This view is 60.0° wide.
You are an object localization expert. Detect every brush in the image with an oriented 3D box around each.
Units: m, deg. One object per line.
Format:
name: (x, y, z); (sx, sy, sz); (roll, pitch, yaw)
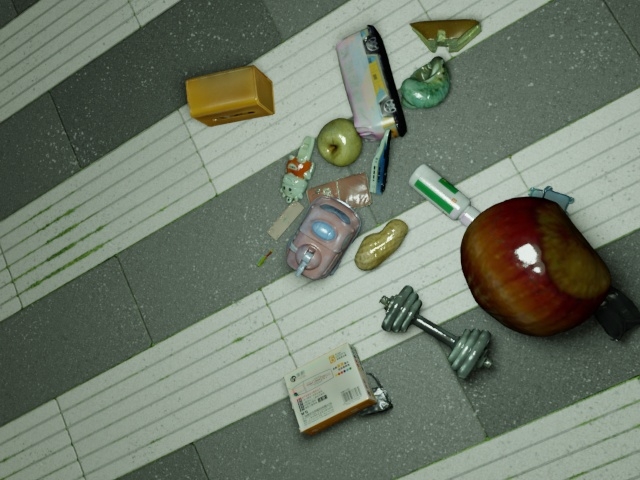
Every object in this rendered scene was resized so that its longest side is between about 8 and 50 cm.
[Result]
brush: (-0.207, 0.060, 2.065); (0.083, 0.019, 0.021); (-49, 66, 9)

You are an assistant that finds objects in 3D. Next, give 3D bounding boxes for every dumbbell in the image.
dumbbell: (0.372, 0.294, 1.805); (0.406, 0.179, 0.179); (31, 94, 15)

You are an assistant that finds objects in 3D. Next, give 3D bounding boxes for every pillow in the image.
pillow: (0.067, -0.160, 1.993); (0.232, 0.043, 0.126); (-16, 82, 13)

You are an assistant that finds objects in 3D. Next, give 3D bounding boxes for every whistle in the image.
whistle: (-0.076, -0.255, 2.012); (0.102, 0.106, 0.253); (21, 92, -1)

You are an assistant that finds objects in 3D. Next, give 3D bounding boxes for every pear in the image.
pear: (0.069, -0.343, 1.954); (0.167, 0.136, 0.167); (12, 117, 23)

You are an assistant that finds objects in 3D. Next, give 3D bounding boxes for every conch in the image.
conch: (0.357, -0.527, 1.903); (0.188, 0.122, 0.176); (-23, 60, 11)

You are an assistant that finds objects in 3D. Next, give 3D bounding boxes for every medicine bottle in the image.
medicine bottle: (0.418, -0.147, 1.869); (0.260, 0.095, 0.095); (43, 97, 15)

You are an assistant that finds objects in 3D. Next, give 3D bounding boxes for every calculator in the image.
calculator: (0.749, -0.129, 1.816); (0.141, 0.019, 0.094); (22, 91, 17)

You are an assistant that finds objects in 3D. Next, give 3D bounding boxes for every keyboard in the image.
keyboard: (-0.129, -0.077, 2.056); (0.055, 0.017, 0.166); (42, 97, 10)

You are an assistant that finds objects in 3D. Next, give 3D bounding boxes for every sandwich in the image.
sandwich: (0.427, -0.706, 1.911); (0.244, 0.090, 0.088); (6, 85, 16)

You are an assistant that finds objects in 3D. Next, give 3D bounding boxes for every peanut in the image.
peanut: (0.207, 0.013, 1.914); (0.226, 0.095, 0.108); (-41, 80, 8)

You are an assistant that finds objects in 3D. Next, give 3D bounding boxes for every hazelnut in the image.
hazelnut: (0.624, 0.079, 1.651); (0.402, 0.402, 0.429); (-34, 84, 11)

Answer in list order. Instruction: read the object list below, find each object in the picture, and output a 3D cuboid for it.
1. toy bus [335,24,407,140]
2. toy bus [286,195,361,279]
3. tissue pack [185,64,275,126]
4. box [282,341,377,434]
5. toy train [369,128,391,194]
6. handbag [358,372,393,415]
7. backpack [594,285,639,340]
toy bus: (0.173, -0.527, 1.935); (0.162, 0.171, 0.386); (-17, 83, 19)
toy bus: (0.000, 0.000, 1.878); (0.197, 0.232, 0.294); (33, 102, 4)
tissue pack: (-0.329, -0.527, 2.053); (0.274, 0.194, 0.145); (-8, 84, 15)
box: (0.028, 0.506, 1.895); (0.274, 0.091, 0.221); (-28, 56, 12)
toy train: (0.206, -0.273, 1.896); (0.051, 0.052, 0.234); (15, 126, 18)
handbag: (0.177, 0.523, 1.906); (0.115, 0.072, 0.139); (-20, 66, 19)
backpack: (0.891, 0.209, 1.690); (0.120, 0.106, 0.165); (-35, 106, 7)
